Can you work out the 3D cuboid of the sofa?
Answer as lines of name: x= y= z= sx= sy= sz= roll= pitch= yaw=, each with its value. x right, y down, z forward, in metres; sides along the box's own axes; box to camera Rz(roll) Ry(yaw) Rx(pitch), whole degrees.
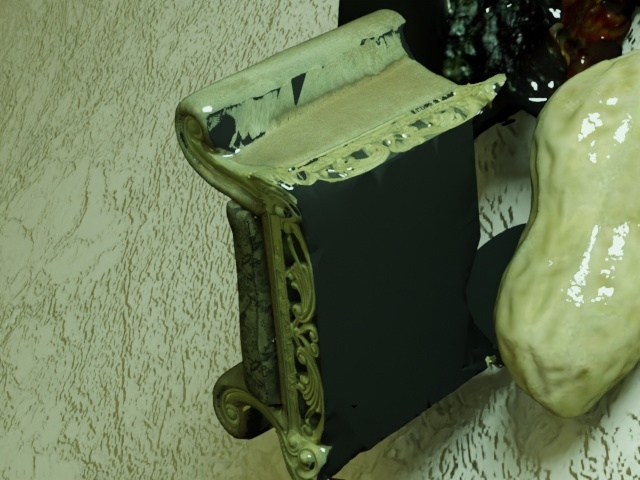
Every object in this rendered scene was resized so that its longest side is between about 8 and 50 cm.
sofa: x=0.000 y=0.000 z=0.967 sx=0.200 sy=0.258 sz=0.182 roll=-30 pitch=38 yaw=-35

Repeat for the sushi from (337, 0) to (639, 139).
sushi: x=0.134 y=-0.202 z=1.063 sx=0.215 sy=0.212 sz=0.227 roll=-130 pitch=33 yaw=-56

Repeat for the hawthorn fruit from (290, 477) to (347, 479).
hawthorn fruit: x=-0.003 y=0.235 z=0.941 sx=0.173 sy=0.173 sz=0.173 roll=-31 pitch=42 yaw=34

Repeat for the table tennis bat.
table tennis bat: x=0.117 y=0.048 z=1.066 sx=0.158 sy=0.014 sz=0.095 roll=-40 pitch=41 yaw=23

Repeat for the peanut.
peanut: x=0.177 y=-0.015 z=0.944 sx=0.123 sy=0.123 sz=0.256 roll=-1 pitch=61 yaw=51
